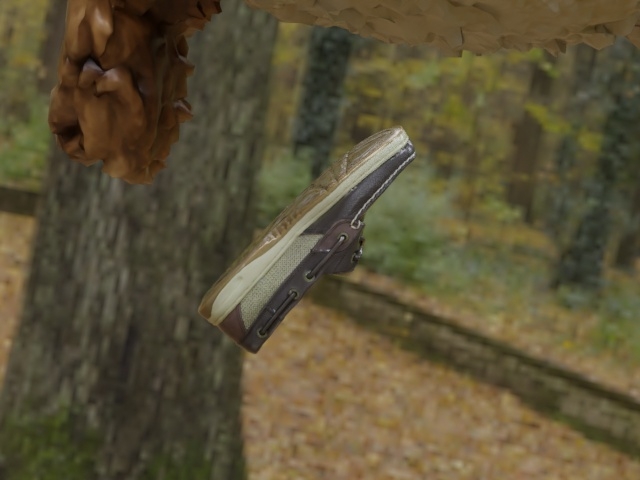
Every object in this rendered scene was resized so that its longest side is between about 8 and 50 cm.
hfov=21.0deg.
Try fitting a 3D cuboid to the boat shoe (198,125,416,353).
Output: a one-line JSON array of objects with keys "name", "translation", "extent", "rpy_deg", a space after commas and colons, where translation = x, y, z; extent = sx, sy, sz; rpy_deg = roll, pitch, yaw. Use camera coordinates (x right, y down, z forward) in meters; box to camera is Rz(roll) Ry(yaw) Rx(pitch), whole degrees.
[{"name": "boat shoe", "translation": [0.000, 0.000, 0.956], "extent": [0.049, 0.152, 0.056], "rpy_deg": [46, 10, -10]}]

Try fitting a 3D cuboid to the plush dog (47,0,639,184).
[{"name": "plush dog", "translation": [0.067, -0.100, 0.382], "extent": [0.225, 0.210, 0.262], "rpy_deg": [9, 3, -15]}]
